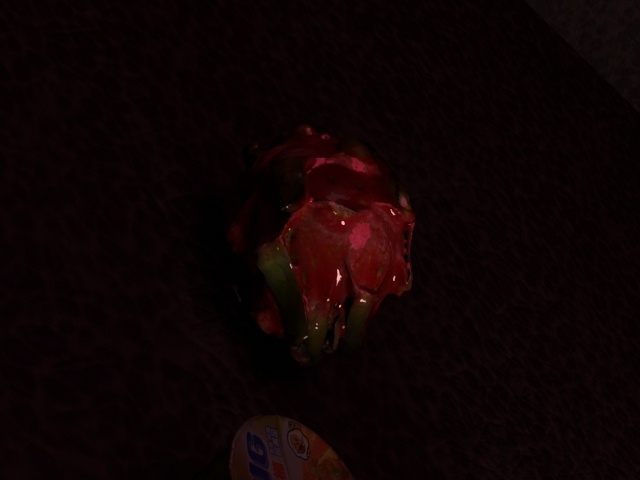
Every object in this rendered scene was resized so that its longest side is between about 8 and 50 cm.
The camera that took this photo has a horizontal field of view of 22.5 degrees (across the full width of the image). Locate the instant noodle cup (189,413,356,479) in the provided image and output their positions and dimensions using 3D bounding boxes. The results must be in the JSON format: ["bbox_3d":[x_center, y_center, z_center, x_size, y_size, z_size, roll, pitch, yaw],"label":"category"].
[{"bbox_3d":[-0.064,0.301,1.648,0.205,0.153,0.205,36,32,-27],"label":"instant noodle cup"}]

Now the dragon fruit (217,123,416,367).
[{"bbox_3d":[-0.004,0.005,1.979,0.231,0.237,0.302,3,64,-28],"label":"dragon fruit"}]
